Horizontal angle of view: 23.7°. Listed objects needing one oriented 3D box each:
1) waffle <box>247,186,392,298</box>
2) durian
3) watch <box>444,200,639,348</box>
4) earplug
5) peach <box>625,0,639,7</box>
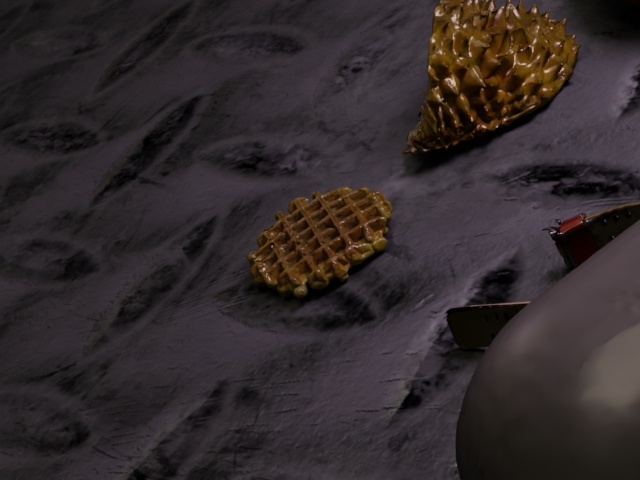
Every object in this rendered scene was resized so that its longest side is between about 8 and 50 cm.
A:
[{"bbox_3d":[-0.001,-0.003,1.836,0.191,0.038,0.191,-21,33,14],"label":"waffle"},{"bbox_3d":[0.228,-0.233,1.936,0.195,0.186,0.305,9,35,13],"label":"durian"},{"bbox_3d":[0.268,0.031,1.547,0.268,0.102,0.165,-11,28,41],"label":"watch"},{"bbox_3d":[0.301,0.129,1.165,0.394,0.313,0.312,-34,32,-7],"label":"earplug"},{"bbox_3d":[0.458,-0.416,1.871,0.361,0.201,0.258,14,53,33],"label":"peach"}]
